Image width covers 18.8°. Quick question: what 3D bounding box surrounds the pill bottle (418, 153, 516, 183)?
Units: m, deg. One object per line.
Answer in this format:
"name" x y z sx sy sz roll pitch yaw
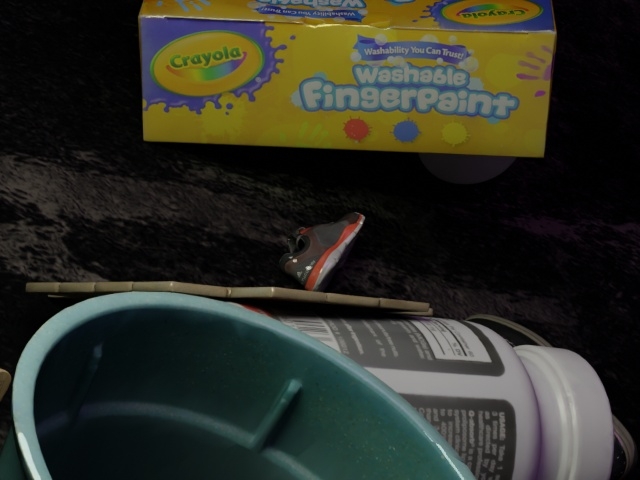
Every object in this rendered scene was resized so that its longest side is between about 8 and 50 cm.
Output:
"pill bottle" 0.166 -0.203 2.445 0.160 0.160 0.283 21 29 -20

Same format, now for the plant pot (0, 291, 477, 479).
"plant pot" -0.100 0.269 1.232 0.341 0.334 0.341 24 28 -14

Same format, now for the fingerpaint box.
"fingerpaint box" 0.034 -0.251 2.216 0.445 0.163 0.371 2 30 1

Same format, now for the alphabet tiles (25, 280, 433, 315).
"alphabet tiles" -0.080 0.052 1.703 0.285 0.011 0.342 7 -6 -39

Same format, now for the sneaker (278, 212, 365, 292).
"sneaker" 0.000 0.000 2.063 0.065 0.061 0.158 28 27 6

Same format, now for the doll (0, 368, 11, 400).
"doll" -0.330 0.072 1.626 0.129 0.046 0.189 -9 41 -39

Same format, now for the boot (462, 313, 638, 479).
"boot" 0.193 0.176 1.945 0.236 0.085 0.178 43 32 19

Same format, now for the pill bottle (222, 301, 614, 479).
"pill bottle" 0.056 0.167 1.646 0.363 0.210 0.210 6 37 -28
